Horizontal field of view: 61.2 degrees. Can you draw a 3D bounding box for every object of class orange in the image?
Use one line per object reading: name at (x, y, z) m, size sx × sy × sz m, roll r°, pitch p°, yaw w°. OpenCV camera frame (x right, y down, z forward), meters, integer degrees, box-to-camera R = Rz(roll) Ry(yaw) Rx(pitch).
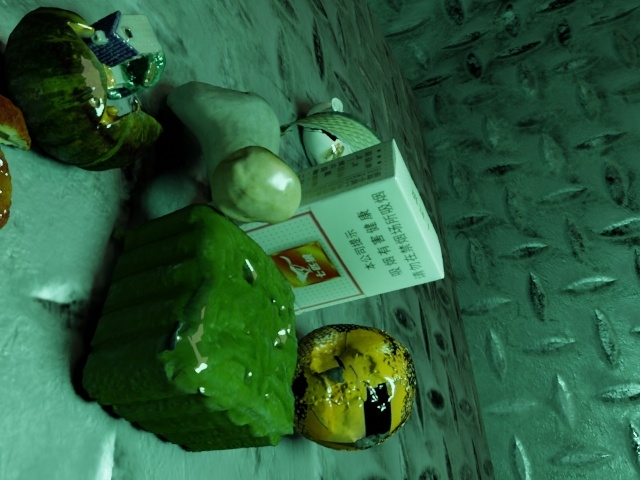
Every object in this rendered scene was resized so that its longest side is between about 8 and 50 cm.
orange at (0.044, 0.241, 0.915) m, size 0.234 × 0.235 × 0.182 m, roll -73°, pitch 153°, yaw -54°

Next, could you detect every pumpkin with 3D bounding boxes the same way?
pumpkin at (-0.261, -0.140, 0.579) m, size 0.183 × 0.119 × 0.107 m, roll 56°, pitch 39°, yaw -42°

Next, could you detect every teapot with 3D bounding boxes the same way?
teapot at (0.047, -0.251, 1.385) m, size 0.298 × 0.139 × 0.204 m, roll 33°, pitch 43°, yaw -59°

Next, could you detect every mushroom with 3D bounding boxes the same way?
mushroom at (-0.122, -0.128, 0.745) m, size 0.328 × 0.159 × 0.122 m, roll -116°, pitch -158°, yaw -53°

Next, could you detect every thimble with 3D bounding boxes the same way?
thimble at (-0.007, -0.092, 0.970) m, size 0.150 × 0.271 × 0.270 m, roll -42°, pitch 114°, yaw -63°

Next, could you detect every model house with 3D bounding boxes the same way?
model house at (-0.259, -0.222, 0.658) m, size 0.100 × 0.101 × 0.087 m, roll -45°, pitch 119°, yaw -64°

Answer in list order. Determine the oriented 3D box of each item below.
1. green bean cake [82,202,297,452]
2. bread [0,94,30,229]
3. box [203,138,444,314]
green bean cake at (-0.135, 0.108, 0.666) m, size 0.247 × 0.156 × 0.249 m, roll 54°, pitch 29°, yaw -44°
bread at (-0.330, -0.115, 0.424) m, size 0.269 × 0.095 × 0.139 m, roll 44°, pitch 44°, yaw -59°
box at (-0.009, 0.003, 0.807) m, size 0.095 × 0.330 × 0.210 m, roll -84°, pitch 151°, yaw -44°
